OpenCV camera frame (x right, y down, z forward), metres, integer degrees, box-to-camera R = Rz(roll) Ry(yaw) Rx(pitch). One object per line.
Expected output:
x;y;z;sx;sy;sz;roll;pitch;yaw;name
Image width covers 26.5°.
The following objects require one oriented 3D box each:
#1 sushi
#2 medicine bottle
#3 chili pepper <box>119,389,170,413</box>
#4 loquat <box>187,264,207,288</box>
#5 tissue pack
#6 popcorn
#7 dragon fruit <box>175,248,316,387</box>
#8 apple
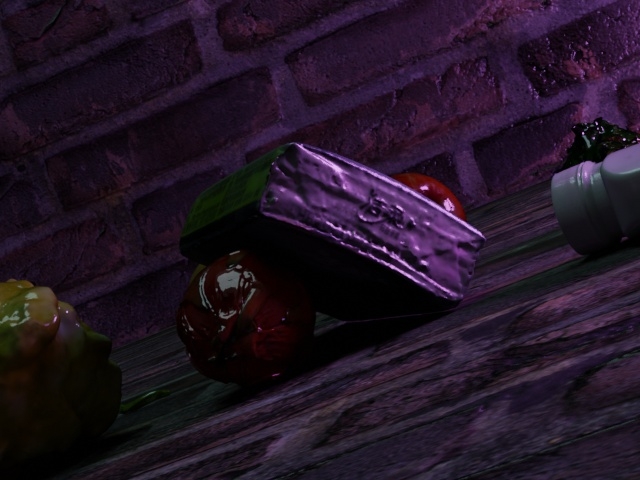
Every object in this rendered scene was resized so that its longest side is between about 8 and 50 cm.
0.408;-0.106;1.938;0.149;0.140;0.287;-15;3;14;sushi
0.420;-0.075;1.556;0.296;0.111;0.161;-19;2;26;medicine bottle
-0.256;0.231;1.948;0.083;0.017;0.030;-22;1;14;chili pepper
-0.125;0.103;2.083;0.172;0.205;0.149;25;8;20;loquat
0.000;0.000;1.771;0.288;0.124;0.394;24;-14;-16;tissue pack
-0.420;0.203;1.696;0.292;0.293;0.334;-61;-16;-20;popcorn
-0.087;0.097;1.653;0.172;0.172;0.209;-22;6;-2;dragon fruit
0.131;-0.011;2.074;0.168;0.181;0.181;-47;-12;31;apple
